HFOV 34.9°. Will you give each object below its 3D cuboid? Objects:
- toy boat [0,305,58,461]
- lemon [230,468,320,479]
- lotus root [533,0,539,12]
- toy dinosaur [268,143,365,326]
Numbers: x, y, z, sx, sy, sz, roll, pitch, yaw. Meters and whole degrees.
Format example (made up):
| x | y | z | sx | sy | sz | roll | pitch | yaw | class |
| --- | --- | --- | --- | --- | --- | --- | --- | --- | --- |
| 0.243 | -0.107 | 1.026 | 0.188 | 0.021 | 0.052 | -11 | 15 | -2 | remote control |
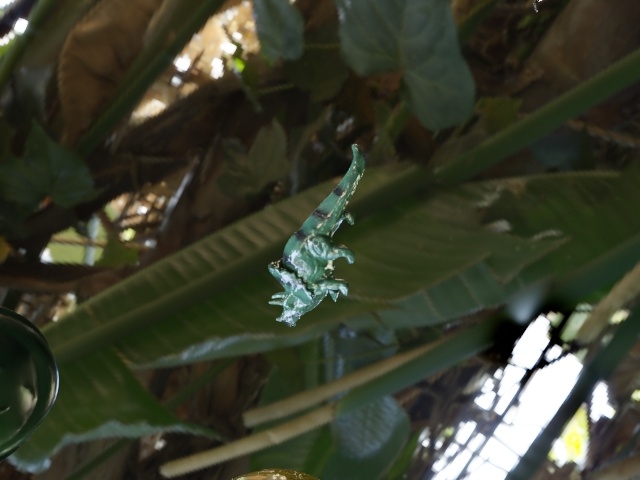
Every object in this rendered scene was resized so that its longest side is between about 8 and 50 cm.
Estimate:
| x | y | z | sx | sy | sz | roll | pitch | yaw | class |
| --- | --- | --- | --- | --- | --- | --- | --- | --- | --- |
| -0.231 | 0.085 | 0.516 | 0.210 | 0.104 | 0.052 | -10 | -175 | -37 | toy boat |
| -0.036 | 0.328 | 1.021 | 0.248 | 0.184 | 0.184 | 40 | -174 | -41 | lemon |
| 0.317 | -0.434 | 1.359 | 0.170 | 0.074 | 0.261 | 55 | -142 | -42 | lotus root |
| 0.015 | 0.010 | 1.504 | 0.120 | 0.292 | 0.079 | 34 | -162 | -7 | toy dinosaur |
